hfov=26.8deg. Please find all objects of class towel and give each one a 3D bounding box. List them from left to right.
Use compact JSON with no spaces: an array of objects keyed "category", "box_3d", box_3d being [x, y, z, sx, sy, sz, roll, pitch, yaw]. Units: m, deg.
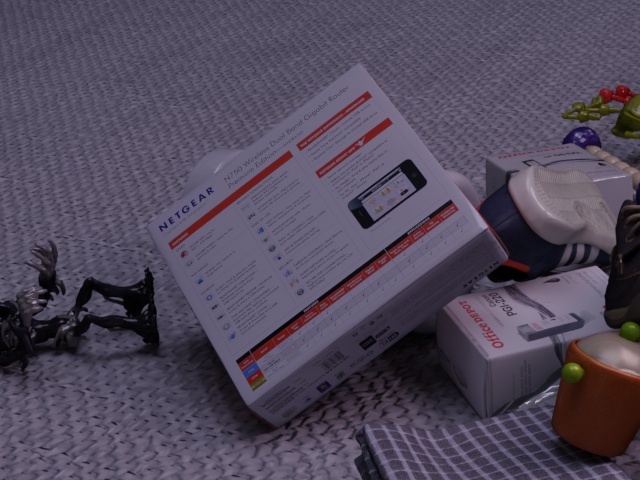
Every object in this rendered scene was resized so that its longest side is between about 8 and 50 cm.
[{"category":"towel","box_3d":[0.170,0.261,1.262,0.235,0.121,0.283,-11,26,-14]}]

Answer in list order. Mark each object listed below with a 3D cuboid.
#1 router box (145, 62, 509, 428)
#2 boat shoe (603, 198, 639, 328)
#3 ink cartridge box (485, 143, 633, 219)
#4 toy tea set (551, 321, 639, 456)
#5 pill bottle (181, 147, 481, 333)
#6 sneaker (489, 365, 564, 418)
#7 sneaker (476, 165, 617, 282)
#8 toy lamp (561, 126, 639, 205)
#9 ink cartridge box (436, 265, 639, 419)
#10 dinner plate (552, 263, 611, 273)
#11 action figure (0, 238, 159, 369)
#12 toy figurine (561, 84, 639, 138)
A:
[{"category":"router box","box_3d":[0.000,0.000,1.575,0.335,0.082,0.301,-37,54,5]},{"category":"boat shoe","box_3d":[0.351,0.012,1.405,0.132,0.130,0.355,-13,-1,13]},{"category":"ink cartridge box","box_3d":[0.338,-0.070,1.934,0.148,0.085,0.203,-9,19,-12]},{"category":"toy tea set","box_3d":[0.347,0.140,1.347,0.200,0.124,0.336,22,13,13]},{"category":"pill bottle","box_3d":[0.010,-0.012,1.757,0.363,0.210,0.210,11,30,30]},{"category":"sneaker","box_3d":[0.242,0.191,1.469,0.152,0.061,0.054,-30,4,-7]},{"category":"sneaker","box_3d":[0.279,-0.008,1.709,0.148,0.131,0.350,-37,-24,23]},{"category":"toy lamp","box_3d":[0.460,-0.099,2.009,0.080,0.080,0.275,-15,28,-20]},{"category":"ink cartridge box","box_3d":[0.262,0.118,1.578,0.218,0.092,0.158,-13,26,-13]},{"category":"dinner plate","box_3d":[0.346,0.018,1.856,0.141,0.017,0.141,-4,25,2]},{"category":"action figure","box_3d":[-0.348,0.082,1.707,0.276,0.141,0.164,-6,37,-6]},{"category":"toy figurine","box_3d":[0.562,-0.299,2.168,0.191,0.217,0.363,26,28,35]}]
